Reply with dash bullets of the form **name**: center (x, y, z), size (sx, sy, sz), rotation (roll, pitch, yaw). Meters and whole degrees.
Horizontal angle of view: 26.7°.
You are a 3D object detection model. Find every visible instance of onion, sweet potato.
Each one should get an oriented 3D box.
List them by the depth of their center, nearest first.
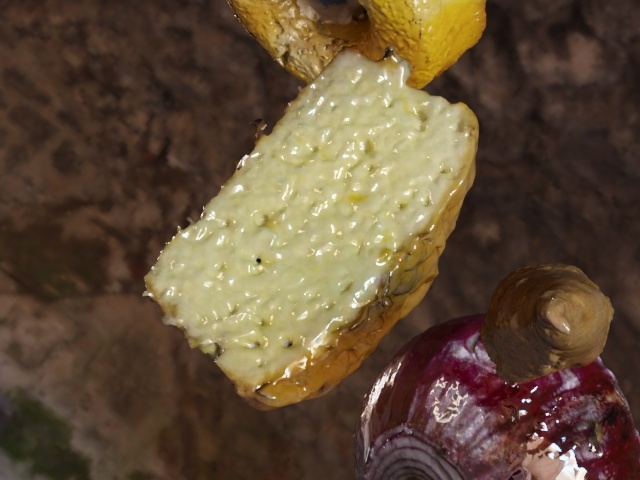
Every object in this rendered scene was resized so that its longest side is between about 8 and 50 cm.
- **sweet potato**: center (0.110, 0.040, 0.655), size (0.060, 0.068, 0.206), rotation (38, -3, 6)
- **onion**: center (0.168, 0.214, 1.466), size (0.336, 0.281, 0.260), rotation (-30, -99, 55)

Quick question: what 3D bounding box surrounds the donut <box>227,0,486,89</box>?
- **donut**: center (0.025, -0.232, 1.209), size (0.253, 0.118, 0.253), rotation (23, -31, 15)

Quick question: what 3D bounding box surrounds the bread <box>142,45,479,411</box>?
- **bread**: center (0.000, 0.000, 0.849), size (0.143, 0.229, 0.139), rotation (38, -14, 12)
